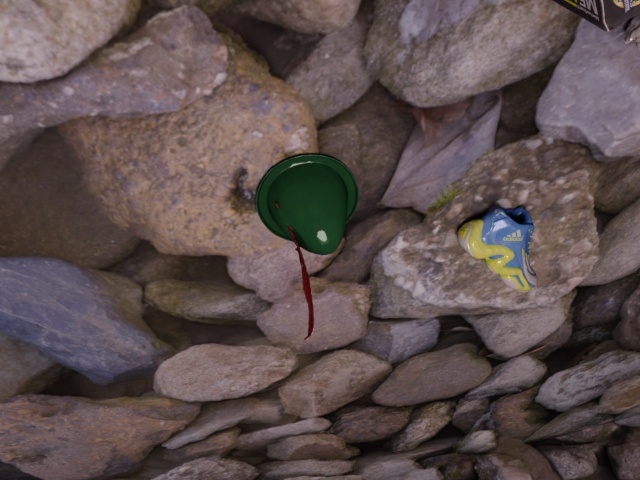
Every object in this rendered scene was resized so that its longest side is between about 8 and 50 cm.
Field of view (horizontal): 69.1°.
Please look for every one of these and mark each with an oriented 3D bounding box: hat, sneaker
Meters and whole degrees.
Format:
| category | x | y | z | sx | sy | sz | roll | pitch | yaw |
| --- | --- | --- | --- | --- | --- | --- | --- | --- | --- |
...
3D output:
| category | x | y | z | sx | sy | sz | roll | pitch | yaw |
| --- | --- | --- | --- | --- | --- | --- | --- | --- | --- |
| hat | 0.000 | 0.000 | 0.723 | 0.173 | 0.183 | 0.208 | -23 | 134 | 6 |
| sneaker | 0.380 | 0.015 | 0.900 | 0.240 | 0.091 | 0.126 | 27 | 120 | -32 |

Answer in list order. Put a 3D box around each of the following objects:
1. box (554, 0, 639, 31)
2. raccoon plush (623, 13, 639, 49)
| category | x | y | z | sx | sy | sz | roll | pitch | yaw |
| --- | --- | --- | --- | --- | --- | --- | --- | --- | --- |
| box | 0.179 | -0.331 | 0.403 | 0.060 | 0.270 | 0.216 | -32 | 131 | 17 |
| raccoon plush | 0.458 | -0.417 | 0.448 | 0.216 | 0.446 | 0.298 | 5 | 90 | -13 |
